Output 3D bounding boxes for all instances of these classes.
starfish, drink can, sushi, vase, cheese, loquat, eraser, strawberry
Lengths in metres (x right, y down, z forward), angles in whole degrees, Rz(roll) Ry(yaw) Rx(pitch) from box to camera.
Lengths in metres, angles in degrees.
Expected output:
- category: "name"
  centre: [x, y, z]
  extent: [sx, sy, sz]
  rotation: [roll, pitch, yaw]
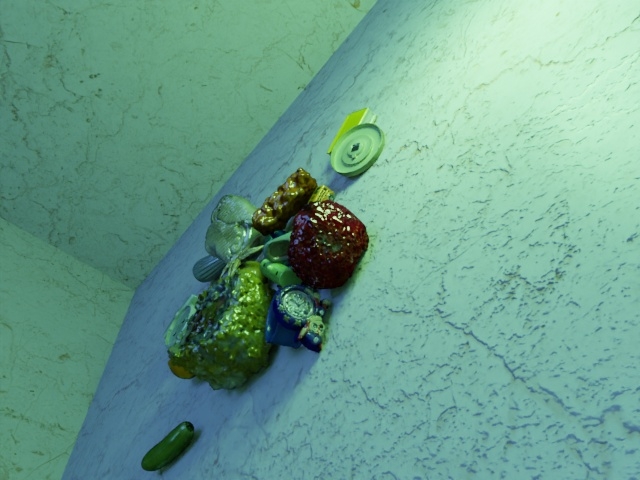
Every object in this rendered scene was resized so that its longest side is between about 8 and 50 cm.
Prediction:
- category: "starfish"
  centre: [-0.296, 0.066, 1.893]
  extent: [0.247, 0.050, 0.138]
  rotation: [-50, 28, -16]
- category: "drink can"
  centre: [-0.143, 0.036, 1.893]
  extent: [0.118, 0.118, 0.205]
  rotation: [-53, 24, 4]
- category: "sushi"
  centre: [-0.321, 0.318, 1.698]
  extent: [0.397, 0.240, 0.351]
  rotation: [-28, 33, 41]
- category: "vase"
  centre: [-0.542, 0.123, 2.532]
  extent: [0.248, 0.128, 0.128]
  rotation: [-30, 33, 28]
- category: "cheese"
  centre: [-0.243, 0.077, 2.121]
  extent: [0.194, 0.043, 0.065]
  rotation: [-47, 19, 21]
- category: "loquat"
  centre: [-0.281, 0.167, 1.933]
  extent: [0.152, 0.152, 0.195]
  rotation: [-36, 29, 37]
- category: "eraser"
  centre: [0.131, -0.444, 2.072]
  extent: [0.158, 0.069, 0.226]
  rotation: [1, 59, 61]
- category: "strawberry"
  centre: [0.000, 0.000, 1.505]
  extent: [0.274, 0.220, 0.274]
  rotation: [-25, 45, 27]

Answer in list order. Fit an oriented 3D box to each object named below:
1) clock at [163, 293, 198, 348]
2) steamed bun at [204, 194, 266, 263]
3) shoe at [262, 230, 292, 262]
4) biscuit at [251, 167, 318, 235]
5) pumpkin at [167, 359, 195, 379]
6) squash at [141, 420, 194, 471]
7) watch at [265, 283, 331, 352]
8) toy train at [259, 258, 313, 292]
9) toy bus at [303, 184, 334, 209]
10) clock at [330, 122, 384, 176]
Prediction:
- category: "clock"
  centre: [-0.619, 0.412, 2.299]
  extent: [0.265, 0.109, 0.324]
  rotation: [-55, 24, -1]
- category: "steamed bun"
  centre: [-0.367, -0.040, 2.310]
  extent: [0.324, 0.219, 0.309]
  rotation: [18, 89, 40]
- category: "shoe"
  centre: [-0.068, 0.022, 1.673]
  extent: [0.251, 0.103, 0.100]
  rotation: [-16, 29, -11]
- category: "biscuit"
  centre: [-0.138, -0.147, 2.014]
  extent: [0.312, 0.110, 0.318]
  rotation: [-45, -7, 3]
- category: "pumpkin"
  centre: [-0.459, 0.450, 1.976]
  extent: [0.312, 0.169, 0.148]
  rotation: [-42, 67, 33]
- category: "squash"
  centre: [-0.533, 0.733, 1.742]
  extent: [0.292, 0.082, 0.082]
  rotation: [-43, 26, 21]
- category: "watch"
  centre: [-0.086, 0.241, 1.483]
  extent: [0.200, 0.171, 0.196]
  rotation: [-49, 21, 51]
- category: "toy train"
  centre: [-0.118, 0.127, 1.670]
  extent: [0.105, 0.157, 0.253]
  rotation: [-60, 26, -5]
- category: "toy bus"
  centre: [-0.014, -0.133, 1.924]
  extent: [0.070, 0.074, 0.162]
  rotation: [-4, 53, 59]
- category: "clock"
  centre: [0.139, -0.352, 1.896]
  extent: [0.235, 0.029, 0.234]
  rotation: [-22, 51, 30]
